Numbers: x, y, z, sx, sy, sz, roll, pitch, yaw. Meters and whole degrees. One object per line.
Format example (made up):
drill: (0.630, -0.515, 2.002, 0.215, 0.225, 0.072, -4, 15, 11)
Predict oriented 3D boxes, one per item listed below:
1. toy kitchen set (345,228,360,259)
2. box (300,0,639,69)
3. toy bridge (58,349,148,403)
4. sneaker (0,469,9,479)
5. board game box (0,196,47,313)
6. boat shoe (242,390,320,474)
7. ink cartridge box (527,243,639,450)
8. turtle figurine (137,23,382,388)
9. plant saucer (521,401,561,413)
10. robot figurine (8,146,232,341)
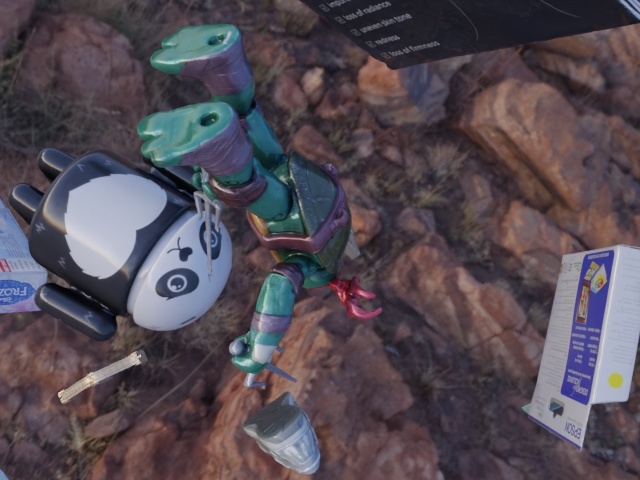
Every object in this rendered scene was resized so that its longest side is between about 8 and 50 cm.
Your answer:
toy kitchen set: (0.000, 0.000, 1.116, 0.068, 0.083, 0.075, 43, 20, -38)
box: (0.089, -0.458, 0.837, 0.472, 0.480, 0.297, 28, 83, -27)
toy bridge: (-0.413, 0.256, 1.403, 0.026, 0.188, 0.063, 63, 11, 7)
sneaker: (-0.524, 0.474, 1.178, 0.235, 0.153, 0.094, 59, 31, -9)
board game box: (-0.585, 0.012, 1.049, 0.318, 0.066, 0.319, -1, 23, -34)
boat shoe: (-0.070, 0.371, 1.450, 0.118, 0.320, 0.103, -34, 94, -15)
ink cartridge box: (0.435, 0.168, 1.226, 0.072, 0.303, 0.307, 10, 87, 2)
turtle figurine: (-0.039, -0.017, 0.500, 0.118, 0.234, 0.175, -25, 47, -2)
plant saucer: (0.470, 0.300, 1.440, 0.067, 0.192, 0.018, 2, 61, -23)
robot figurine: (-0.245, -0.005, 0.935, 0.278, 0.209, 0.173, 31, 22, 6)
